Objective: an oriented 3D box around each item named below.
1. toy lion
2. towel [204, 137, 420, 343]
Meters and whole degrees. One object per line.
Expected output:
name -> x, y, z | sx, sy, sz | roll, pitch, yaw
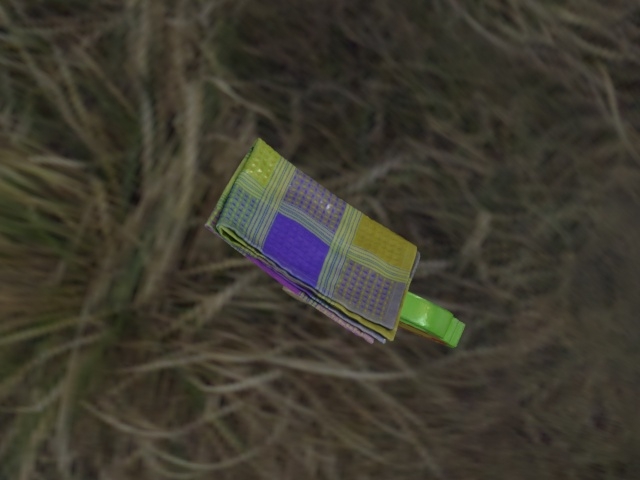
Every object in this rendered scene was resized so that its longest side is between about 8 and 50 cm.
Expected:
toy lion -> 0.036, 0.033, 0.989 | 0.096, 0.100, 0.034 | 26, 85, -24
towel -> 0.000, 0.000, 0.739 | 0.083, 0.060, 0.009 | 35, 131, -8
